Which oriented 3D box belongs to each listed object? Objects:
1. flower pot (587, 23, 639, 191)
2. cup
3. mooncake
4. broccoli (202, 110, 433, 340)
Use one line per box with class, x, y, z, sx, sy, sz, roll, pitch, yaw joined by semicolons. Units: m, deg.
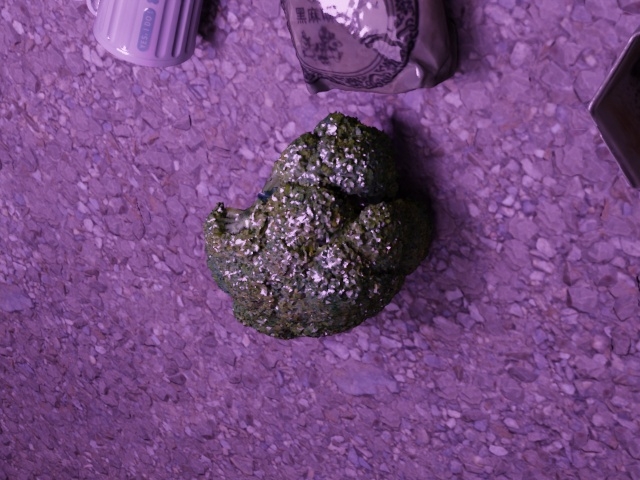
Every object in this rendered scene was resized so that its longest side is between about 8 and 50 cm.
flower pot;0.460;-0.182;1.199;0.239;0.189;0.209;9;124;34
cup;-0.284;-0.399;1.596;0.167;0.221;0.202;54;139;34
mooncake;0.056;-0.327;1.441;0.254;0.136;0.250;1;115;36
broccoli;-0.009;0.002;1.613;0.310;0.321;0.413;31;151;28
